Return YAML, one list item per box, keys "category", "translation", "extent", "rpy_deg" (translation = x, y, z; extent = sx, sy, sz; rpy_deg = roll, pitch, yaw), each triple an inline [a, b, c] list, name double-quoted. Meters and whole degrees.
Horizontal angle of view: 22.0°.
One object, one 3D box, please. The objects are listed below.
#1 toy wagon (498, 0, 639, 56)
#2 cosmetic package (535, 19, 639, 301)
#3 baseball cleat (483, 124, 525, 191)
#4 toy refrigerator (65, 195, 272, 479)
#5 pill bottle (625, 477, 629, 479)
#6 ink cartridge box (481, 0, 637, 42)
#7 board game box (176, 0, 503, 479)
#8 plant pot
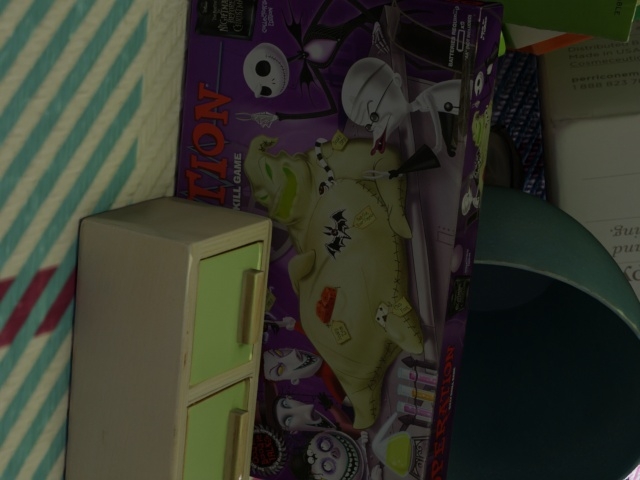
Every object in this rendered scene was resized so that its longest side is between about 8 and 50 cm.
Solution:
- category: "toy wagon"
  translation: [0.232, -0.217, 1.311]
  extent: [0.068, 0.267, 0.344]
  rpy_deg: [65, -5, -13]
- category: "cosmetic package"
  translation: [0.382, -0.057, 1.579]
  extent: [0.327, 0.330, 0.393]
  rpy_deg: [-87, 169, -52]
- category: "baseball cleat"
  translation: [0.165, -0.008, 1.573]
  extent: [0.109, 0.072, 0.205]
  rpy_deg: [-30, 130, -59]
- category: "toy refrigerator"
  translation: [-0.100, 0.116, 1.086]
  extent: [0.102, 0.094, 0.269]
  rpy_deg: [-18, 117, -59]
- category: "pill bottle"
  translation: [0.287, 0.243, 1.863]
  extent: [0.124, 0.124, 0.221]
  rpy_deg: [-52, 144, -40]
- category: "ink cartridge box"
  translation: [0.101, -0.253, 1.131]
  extent: [0.097, 0.255, 0.188]
  rpy_deg: [23, 81, -63]
- category: "board game box"
  translation: [0.000, 0.000, 1.104]
  extent: [0.056, 0.208, 0.346]
  rpy_deg: [-19, 118, -59]
- category: "plant pot"
  translation: [0.131, 0.065, 1.353]
  extent: [0.195, 0.290, 0.290]
  rpy_deg: [-80, 164, -50]
